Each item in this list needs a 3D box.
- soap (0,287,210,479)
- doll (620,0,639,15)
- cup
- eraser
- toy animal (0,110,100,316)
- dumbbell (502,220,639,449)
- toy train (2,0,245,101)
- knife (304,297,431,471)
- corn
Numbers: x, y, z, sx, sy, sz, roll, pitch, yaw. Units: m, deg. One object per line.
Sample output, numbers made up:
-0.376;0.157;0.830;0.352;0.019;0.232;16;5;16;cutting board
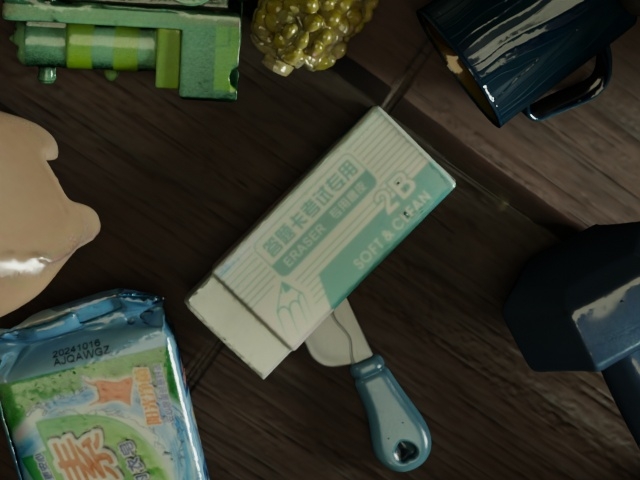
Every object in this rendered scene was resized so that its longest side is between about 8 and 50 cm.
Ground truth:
-0.170;0.186;1.382;0.156;0.077;0.293;-14;103;-2;soap
0.357;-0.204;1.269;0.235;0.174;0.330;-37;114;-29;doll
0.168;-0.170;1.332;0.138;0.150;0.113;-36;69;1;cup
0.000;0.000;1.361;0.095;0.052;0.225;44;93;-6;eraser
-0.330;0.016;1.263;0.256;0.213;0.195;-40;76;21;toy animal
0.282;0.145;1.380;0.144;0.160;0.324;-38;106;-28;dumbbell
-0.154;-0.178;1.304;0.200;0.083;0.132;4;110;-1;toy train
0.020;0.088;1.406;0.058;0.032;0.244;-29;99;7;knife
0.044;-0.252;1.304;0.086;0.086;0.288;34;96;-11;corn
